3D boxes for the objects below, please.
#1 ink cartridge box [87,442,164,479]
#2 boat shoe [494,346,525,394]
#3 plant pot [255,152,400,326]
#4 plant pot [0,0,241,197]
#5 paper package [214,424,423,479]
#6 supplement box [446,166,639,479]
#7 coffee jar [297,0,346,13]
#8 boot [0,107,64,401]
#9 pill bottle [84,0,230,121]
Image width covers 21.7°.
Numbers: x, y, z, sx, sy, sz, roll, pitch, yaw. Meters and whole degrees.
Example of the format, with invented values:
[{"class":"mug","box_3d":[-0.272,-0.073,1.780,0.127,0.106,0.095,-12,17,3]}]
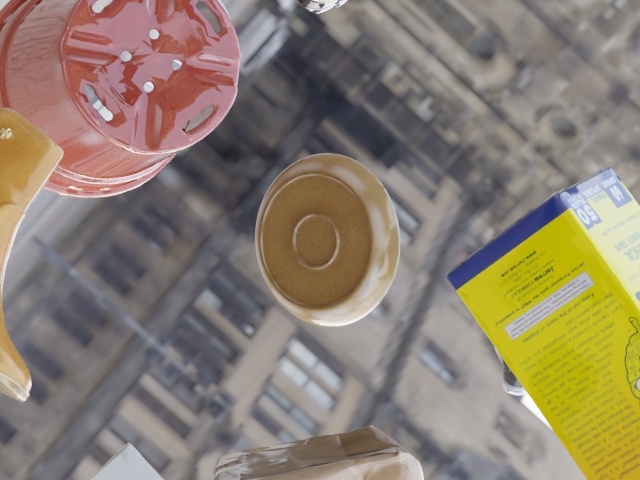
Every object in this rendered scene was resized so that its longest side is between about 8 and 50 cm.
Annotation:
[{"class":"ink cartridge box","box_3d":[-0.195,0.337,1.986,0.072,0.175,0.127,-41,170,-15]},{"class":"boat shoe","box_3d":[0.263,0.150,2.247,0.142,0.049,0.040,-88,-175,-57]},{"class":"plant pot","box_3d":[0.000,0.000,2.259,0.236,0.236,0.032,-45,158,27]},{"class":"plant pot","box_3d":[-0.228,-0.189,1.888,0.272,0.272,0.265,-50,-164,-16]},{"class":"paper package","box_3d":[0.015,0.332,1.395,0.168,0.324,0.309,-10,179,-3]},{"class":"supplement box","box_3d":[0.362,0.116,2.093,0.195,0.356,0.194,-39,172,32]},{"class":"coffee jar","box_3d":[0.008,-0.343,1.893,0.079,0.096,0.184,-23,159,-24]},{"class":"boot","box_3d":[-0.310,-0.008,1.552,0.211,0.295,0.104,-45,156,-14]},{"class":"pill bottle","box_3d":[-0.294,-0.313,2.772,0.283,0.161,0.161,-41,-172,20]}]
